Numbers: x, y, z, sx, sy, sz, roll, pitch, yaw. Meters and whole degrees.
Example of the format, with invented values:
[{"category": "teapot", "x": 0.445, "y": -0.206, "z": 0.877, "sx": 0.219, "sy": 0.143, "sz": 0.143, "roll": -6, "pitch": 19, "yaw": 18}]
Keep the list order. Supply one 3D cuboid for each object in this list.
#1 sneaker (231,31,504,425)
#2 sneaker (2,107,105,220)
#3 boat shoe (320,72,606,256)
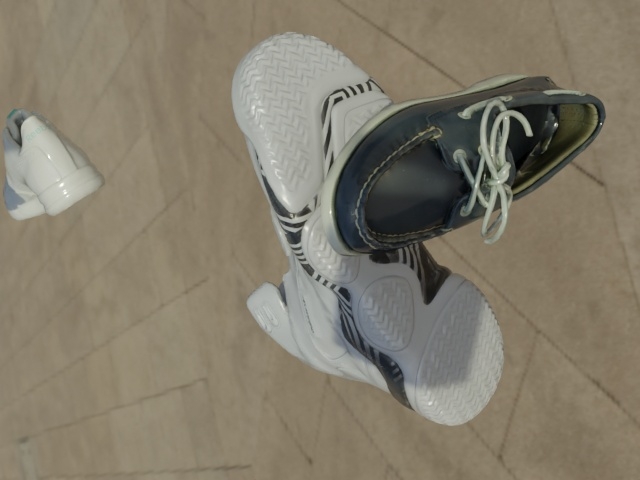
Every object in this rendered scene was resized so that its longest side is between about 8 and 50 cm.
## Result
[{"category": "sneaker", "x": 0.000, "y": 0.000, "z": 0.807, "sx": 0.210, "sy": 0.137, "sz": 0.366, "roll": 3, "pitch": 131, "yaw": 53}, {"category": "sneaker", "x": -0.258, "y": -0.075, "z": 0.849, "sx": 0.094, "sy": 0.080, "sz": 0.212, "roll": 59, "pitch": 155, "yaw": -15}, {"category": "boat shoe", "x": 0.106, "y": -0.053, "z": 0.636, "sx": 0.079, "sy": 0.254, "sz": 0.095, "roll": 13, "pitch": 117, "yaw": 42}]
